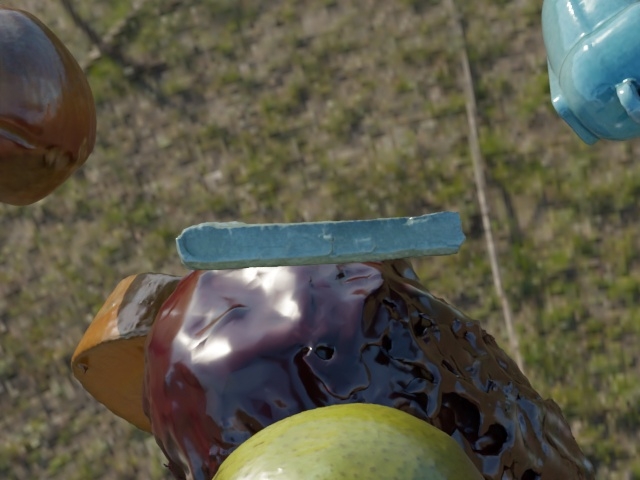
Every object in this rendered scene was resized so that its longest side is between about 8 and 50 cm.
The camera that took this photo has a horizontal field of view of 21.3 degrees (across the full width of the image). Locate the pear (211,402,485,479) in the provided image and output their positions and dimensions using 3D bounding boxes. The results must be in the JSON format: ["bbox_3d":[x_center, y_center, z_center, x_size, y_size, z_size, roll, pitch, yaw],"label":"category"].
[{"bbox_3d":[0.025,0.124,0.661,0.104,0.141,0.141,-42,45,3],"label":"pear"}]

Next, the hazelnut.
[{"bbox_3d":[-0.283,-0.122,1.543,0.182,0.182,0.182,-8,43,8],"label":"hazelnut"}]

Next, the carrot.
[{"bbox_3d":[-0.102,0.123,1.645,0.258,0.307,0.100,24,69,-17],"label":"carrot"}]

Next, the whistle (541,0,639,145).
[{"bbox_3d":[0.182,-0.135,1.055,0.093,0.186,0.274,-38,21,21],"label":"whistle"}]

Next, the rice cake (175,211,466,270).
[{"bbox_3d":[0.000,0.000,0.716,0.121,0.022,0.021,-4,80,-1],"label":"rice cake"}]

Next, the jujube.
[{"bbox_3d":[0.043,0.154,1.118,0.258,0.376,0.258,-22,30,14],"label":"jujube"}]
